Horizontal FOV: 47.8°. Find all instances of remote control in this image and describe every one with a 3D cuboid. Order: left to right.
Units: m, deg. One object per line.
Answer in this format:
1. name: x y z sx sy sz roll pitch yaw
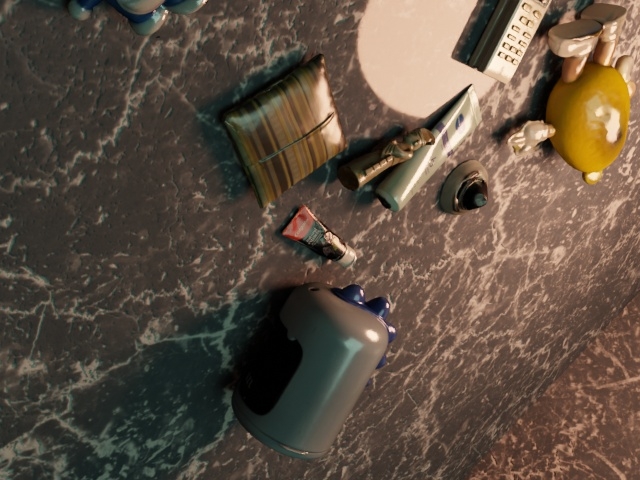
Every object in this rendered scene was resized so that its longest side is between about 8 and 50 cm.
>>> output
1. remote control: 0.408 -0.463 1.468 0.103 0.055 0.277 7 115 -46

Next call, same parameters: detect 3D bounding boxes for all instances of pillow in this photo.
1. pillow: -0.052 -0.186 1.257 0.212 0.052 0.208 -37 135 -17

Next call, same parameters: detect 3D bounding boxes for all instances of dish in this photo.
1. dish: 0.355 -0.108 1.678 0.141 0.078 0.141 -24 133 -28

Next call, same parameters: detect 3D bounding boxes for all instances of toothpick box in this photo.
1. toothpick box: 0.004 0.247 1.499 0.263 0.263 0.355 16 107 -48

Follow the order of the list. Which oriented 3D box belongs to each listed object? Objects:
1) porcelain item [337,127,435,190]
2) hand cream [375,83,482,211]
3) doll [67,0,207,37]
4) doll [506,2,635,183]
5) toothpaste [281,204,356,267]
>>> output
1. porcelain item: 0.137 -0.169 1.433 0.213 0.084 0.054 -31 108 -22
2. hand cream: 0.234 -0.189 1.537 0.321 0.067 0.109 -48 140 -14
3. doll: -0.254 -0.350 0.867 0.215 0.161 0.257 -30 147 16
4. doll: 0.610 -0.336 1.690 0.348 0.161 0.423 1 119 -29
5. toothpaste: 0.000 0.000 1.463 0.071 0.045 0.193 -52 135 1
